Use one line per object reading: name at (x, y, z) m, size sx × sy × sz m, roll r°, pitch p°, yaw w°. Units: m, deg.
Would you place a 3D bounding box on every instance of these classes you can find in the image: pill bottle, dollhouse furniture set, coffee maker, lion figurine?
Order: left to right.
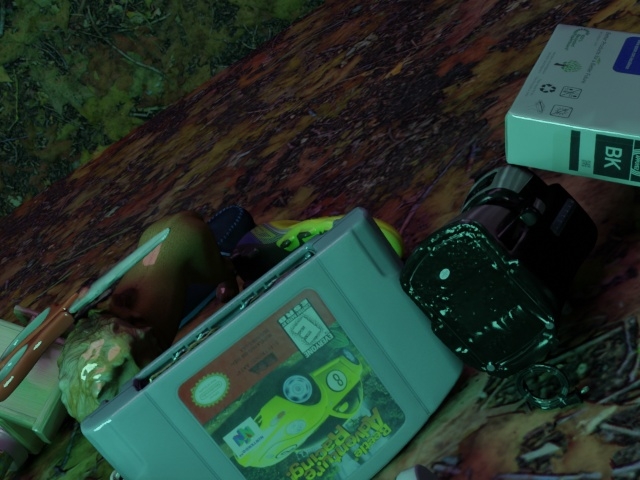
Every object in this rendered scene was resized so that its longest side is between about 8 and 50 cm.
pill bottle at (-0.395, 0.242, 1.259) m, size 0.078 × 0.078 × 0.137 m, roll -11°, pitch 32°, yaw 46°
dollhouse furniture set at (-0.343, 0.194, 1.101) m, size 0.161 × 0.242 × 0.212 m, roll 16°, pitch 63°, yaw 12°
lion figurine at (-0.185, 0.077, 1.030) m, size 0.142 × 0.240 × 0.392 m, roll 2°, pitch 44°, yaw 4°
coffee maker at (0.169, 0.034, 0.801) m, size 0.120 × 0.171 × 0.178 m, roll -16°, pitch 13°, yaw 33°

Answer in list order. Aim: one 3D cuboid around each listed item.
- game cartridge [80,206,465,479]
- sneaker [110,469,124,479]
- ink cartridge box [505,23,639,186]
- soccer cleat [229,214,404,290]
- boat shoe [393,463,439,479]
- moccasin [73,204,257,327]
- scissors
game cartridge at (-0.025, 0.134, 0.782) m, size 0.294 × 0.196 × 0.060 m, roll -38°, pitch 22°, yaw -7°
sneaker at (-0.175, 0.259, 0.888) m, size 0.258 × 0.091 × 0.094 m, roll -42°, pitch 23°, yaw -15°
ink cartridge box at (0.346, -0.107, 0.802) m, size 0.333 × 0.065 × 0.165 m, roll 13°, pitch 46°, yaw 26°
soccer cleat at (-0.001, -0.001, 1.164) m, size 0.289 × 0.093 × 0.121 m, roll -10°, pitch 27°, yaw 46°
boat shoe at (0.059, 0.239, 0.614) m, size 0.076 × 0.080 × 0.228 m, roll -37°, pitch 20°, yaw 13°
moccasin at (-0.223, 0.053, 1.338) m, size 0.138 × 0.116 × 0.342 m, roll -7°, pitch 36°, yaw 50°
scissors at (-0.238, 0.056, 0.909) m, size 0.297 × 0.021 × 0.109 m, roll -43°, pitch 20°, yaw 22°
